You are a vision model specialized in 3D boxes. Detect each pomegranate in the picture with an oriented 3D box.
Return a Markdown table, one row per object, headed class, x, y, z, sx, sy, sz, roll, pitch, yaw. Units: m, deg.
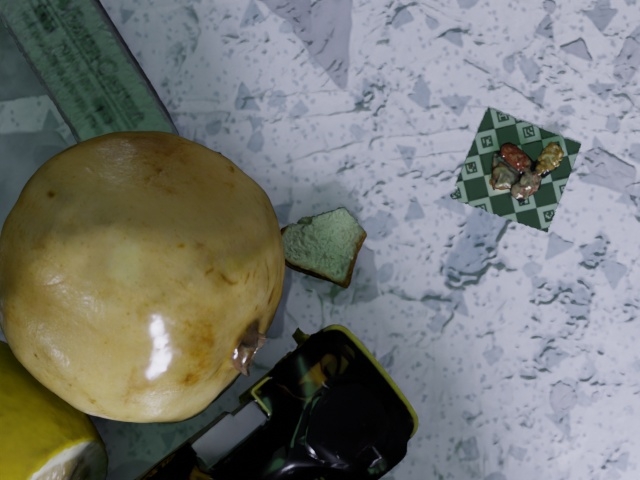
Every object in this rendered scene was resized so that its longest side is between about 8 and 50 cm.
| class | x | y | z | sx | sy | sz | roll | pitch | yaw |
| --- | --- | --- | --- | --- | --- | --- | --- | --- | --- |
| pomegranate | -0.191 | 0.040 | 1.740 | 0.332 | 0.332 | 0.333 | 0 | 87 | 4 |

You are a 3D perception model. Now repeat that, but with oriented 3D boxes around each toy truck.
| class | x | y | z | sx | sy | sz | roll | pitch | yaw |
| --- | --- | --- | --- | --- | --- | --- | --- | --- | --- |
| toy truck | -0.095 | 0.277 | 1.784 | 0.405 | 0.254 | 0.181 | -40 | 95 | -12 |

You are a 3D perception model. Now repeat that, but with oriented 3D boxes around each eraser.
| class | x | y | z | sx | sy | sz | roll | pitch | yaw |
| --- | --- | --- | --- | --- | --- | --- | --- | --- | --- |
| eraser | -0.299 | -0.234 | 1.908 | 0.111 | 0.077 | 0.352 | -32 | 85 | 2 |

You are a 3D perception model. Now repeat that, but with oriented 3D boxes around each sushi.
| class | x | y | z | sx | sy | sz | roll | pitch | yaw |
| --- | --- | --- | --- | --- | --- | --- | --- | --- | --- |
| sushi | 0.234 | -0.085 | 1.889 | 0.126 | 0.026 | 0.120 | 21 | 89 | 5 |

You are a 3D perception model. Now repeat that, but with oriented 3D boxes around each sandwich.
| class | x | y | z | sx | sy | sz | roll | pitch | yaw |
| --- | --- | --- | --- | --- | --- | --- | --- | --- | --- |
| sandwich | 0.000 | 0.000 | 1.895 | 0.104 | 0.036 | 0.093 | 17 | 89 | 6 |

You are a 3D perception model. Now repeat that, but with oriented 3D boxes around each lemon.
| class | x | y | z | sx | sy | sz | roll | pitch | yaw |
| --- | --- | --- | --- | --- | --- | --- | --- | --- | --- |
| lemon | -0.442 | 0.254 | 1.768 | 0.364 | 0.364 | 0.364 | 0 | 87 | 4 |
